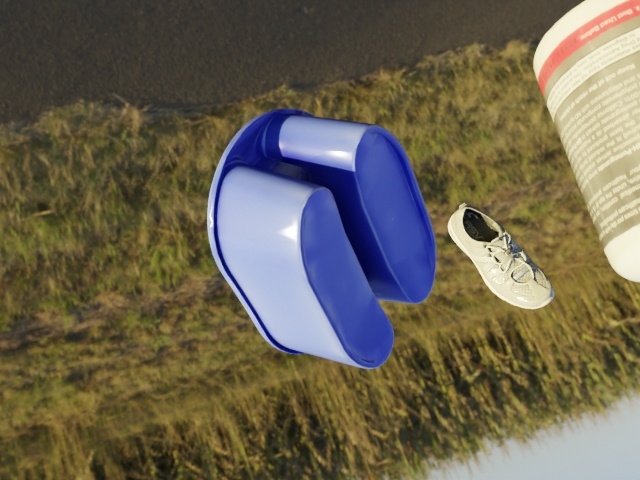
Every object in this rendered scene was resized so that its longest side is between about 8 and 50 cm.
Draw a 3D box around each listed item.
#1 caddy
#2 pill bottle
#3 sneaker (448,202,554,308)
[{"bbox_3d":[0.000,0.000,0.856,0.179,0.341,0.241,11,-130,38],"label":"caddy"},{"bbox_3d":[0.330,-0.068,0.632,0.177,0.318,0.176,-13,162,-4],"label":"pill bottle"},{"bbox_3d":[0.375,0.033,1.460,0.105,0.281,0.115,-43,160,-7],"label":"sneaker"}]
